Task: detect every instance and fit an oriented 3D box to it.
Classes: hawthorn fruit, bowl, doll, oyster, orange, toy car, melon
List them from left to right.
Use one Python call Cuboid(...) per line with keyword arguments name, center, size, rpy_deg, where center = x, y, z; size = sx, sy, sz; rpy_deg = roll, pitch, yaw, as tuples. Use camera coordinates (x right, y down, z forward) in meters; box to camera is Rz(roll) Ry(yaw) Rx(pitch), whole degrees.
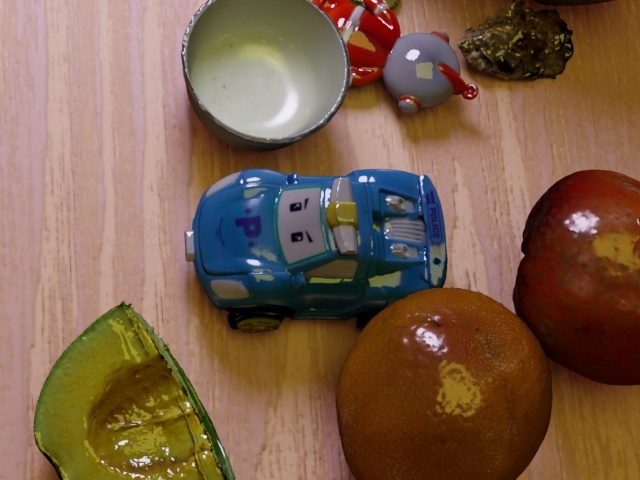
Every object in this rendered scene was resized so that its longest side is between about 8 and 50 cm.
Cuboid(name="melon", center=(-0.212, 0.220, 1.638), size=(0.169, 0.129, 0.265), rpy_deg=(-28, 84, 1))
Cuboid(name="bowl", center=(-0.076, -0.199, 1.809), size=(0.211, 0.112, 0.211), rpy_deg=(4, 71, -13))
Cuboid(name="toy car", center=(0.000, 0.000, 1.740), size=(0.314, 0.166, 0.198), rpy_deg=(2, 68, -14))
Cuboid(name="doll", center=(0.090, -0.238, 1.888), size=(0.245, 0.076, 0.142), rpy_deg=(25, 72, -2))
Cuboid(name="orange", center=(0.137, 0.190, 1.668), size=(0.264, 0.264, 0.264), rpy_deg=(5, 71, -14))
Cuboid(name="oyster", center=(0.260, -0.266, 1.958), size=(0.177, 0.056, 0.105), rpy_deg=(-1, 80, -20))
Cuboid(name="hawthorn fruit", center=(0.385, 0.052, 1.769), size=(0.300, 0.254, 0.254), rpy_deg=(11, 69, 5))

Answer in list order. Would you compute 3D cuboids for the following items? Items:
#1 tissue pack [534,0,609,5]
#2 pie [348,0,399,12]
Cuboid(name="tissue pack", center=(0.310, -0.479, 1.854), size=(0.387, 0.277, 0.267), rpy_deg=(31, 64, -39))
Cuboid(name="pie", center=(0.067, -0.335, 1.943), size=(0.084, 0.020, 0.084), rpy_deg=(4, 71, -12))
